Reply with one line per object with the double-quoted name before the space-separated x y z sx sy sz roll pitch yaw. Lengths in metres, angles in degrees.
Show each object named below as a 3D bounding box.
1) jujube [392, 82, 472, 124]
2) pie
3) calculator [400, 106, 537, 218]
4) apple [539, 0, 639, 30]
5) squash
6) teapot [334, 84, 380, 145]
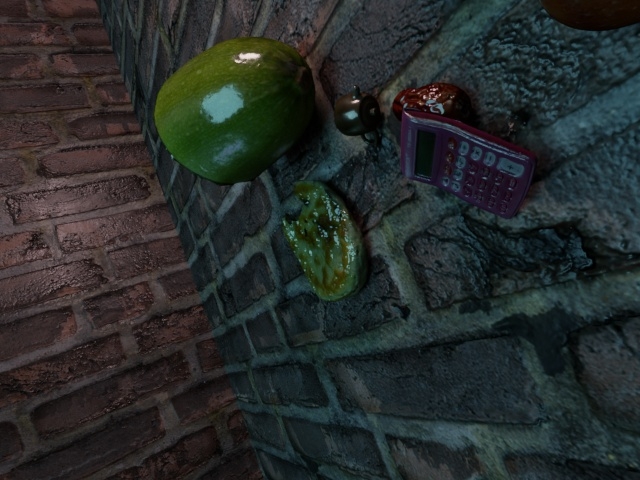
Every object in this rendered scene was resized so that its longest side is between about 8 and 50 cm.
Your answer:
"jujube" 0.160 -0.197 0.598 0.129 0.077 0.077 35 133 51
"pie" 0.004 0.007 0.952 0.303 0.067 0.302 29 126 49
"calculator" 0.194 -0.107 0.560 0.191 0.034 0.126 30 155 25
"apple" 0.238 -0.277 0.316 0.162 0.201 0.201 -25 82 34
"squash" -0.163 -0.298 0.849 0.309 0.310 0.310 -14 93 57
"teapot" 0.076 -0.221 0.723 0.068 0.076 0.121 10 141 46
